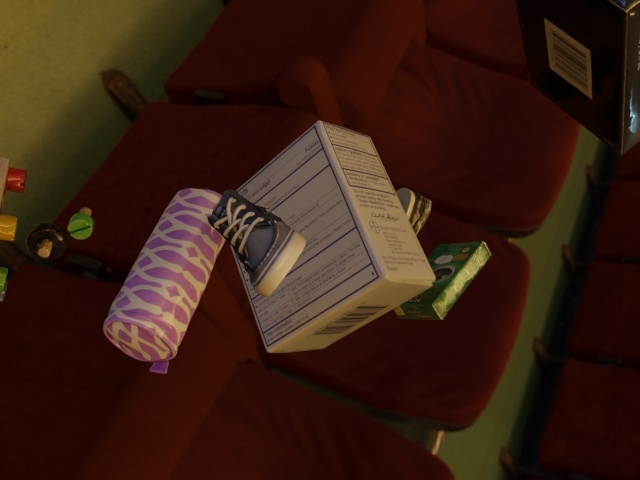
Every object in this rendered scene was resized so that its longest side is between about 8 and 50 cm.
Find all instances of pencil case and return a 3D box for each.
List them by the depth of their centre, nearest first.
[{"bbox_3d":[-0.160,0.035,0.762,0.088,0.087,0.206,70,34,-45],"label":"pencil case"}]

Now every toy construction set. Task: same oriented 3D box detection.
[{"bbox_3d":[-0.515,0.013,0.919,0.309,0.257,0.237,38,18,-27],"label":"toy construction set"}]

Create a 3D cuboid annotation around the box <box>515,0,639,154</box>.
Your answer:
[{"bbox_3d":[0.397,-0.306,0.788,0.294,0.182,0.296,-41,150,3],"label":"box"}]

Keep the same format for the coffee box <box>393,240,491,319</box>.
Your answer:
[{"bbox_3d":[0.220,0.072,1.266,0.184,0.113,0.040,-45,114,-33],"label":"coffee box"}]

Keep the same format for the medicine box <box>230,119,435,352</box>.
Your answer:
[{"bbox_3d":[0.000,0.000,1.138,0.149,0.264,0.289,6,56,-50],"label":"medicine box"}]

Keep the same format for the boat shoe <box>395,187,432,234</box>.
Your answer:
[{"bbox_3d":[0.161,0.009,1.438,0.079,0.084,0.233,17,101,-38],"label":"boat shoe"}]

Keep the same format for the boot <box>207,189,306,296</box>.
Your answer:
[{"bbox_3d":[-0.071,-0.003,0.668,0.086,0.190,0.069,35,90,-10],"label":"boot"}]
